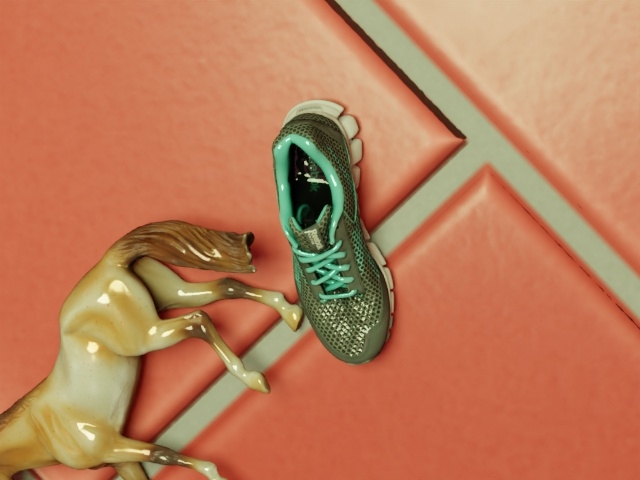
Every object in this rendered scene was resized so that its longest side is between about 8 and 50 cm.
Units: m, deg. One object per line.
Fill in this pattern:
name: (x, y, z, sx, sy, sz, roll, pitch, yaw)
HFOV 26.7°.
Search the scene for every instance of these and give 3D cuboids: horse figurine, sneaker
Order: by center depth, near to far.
sneaker: (0.000, 0.000, 0.818, 0.065, 0.076, 0.166, -13, 97, 17)
horse figurine: (-0.120, 0.089, 0.871, 0.174, 0.066, 0.263, 23, 109, 3)
